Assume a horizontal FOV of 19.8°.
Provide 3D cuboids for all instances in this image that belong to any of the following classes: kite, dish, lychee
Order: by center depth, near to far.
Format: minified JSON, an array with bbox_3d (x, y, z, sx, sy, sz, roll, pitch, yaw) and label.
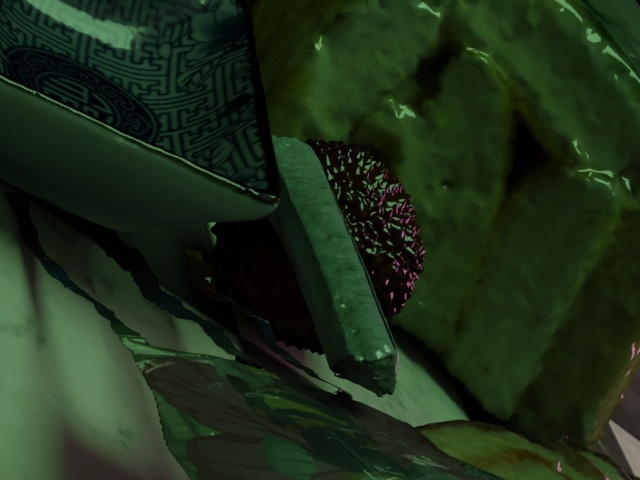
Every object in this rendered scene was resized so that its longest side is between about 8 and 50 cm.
[{"bbox_3d":[-0.022,0.063,0.807,0.204,0.022,0.360,14,14,-33],"label":"kite"},{"bbox_3d":[-0.123,-0.085,0.955,0.182,0.080,0.243,24,26,-20],"label":"dish"},{"bbox_3d":[-0.002,0.002,1.028,0.123,0.123,0.129,50,9,3],"label":"lychee"}]

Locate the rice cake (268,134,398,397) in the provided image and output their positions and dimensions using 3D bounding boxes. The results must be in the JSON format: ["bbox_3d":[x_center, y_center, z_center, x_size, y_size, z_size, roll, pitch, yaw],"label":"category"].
[{"bbox_3d":[0.001,0.008,0.881,0.033,0.033,0.208,2,30,-16],"label":"rice cake"}]

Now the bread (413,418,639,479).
[{"bbox_3d":[0.094,0.172,0.862,0.190,0.123,0.244,31,14,22],"label":"bread"}]

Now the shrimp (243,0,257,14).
[{"bbox_3d":[-0.071,-0.245,1.484,0.290,0.054,0.222,31,24,-25],"label":"shrimp"}]

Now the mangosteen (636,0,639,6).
[{"bbox_3d":[0.179,-0.254,1.682,0.382,0.382,0.435,59,-14,29],"label":"mangosteen"}]

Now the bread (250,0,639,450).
[{"bbox_3d":[0.139,-0.058,1.270,0.395,0.264,0.239,43,14,-15],"label":"bread"}]
